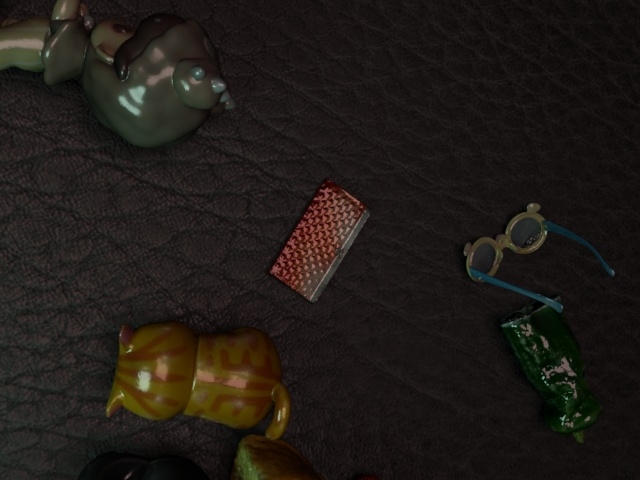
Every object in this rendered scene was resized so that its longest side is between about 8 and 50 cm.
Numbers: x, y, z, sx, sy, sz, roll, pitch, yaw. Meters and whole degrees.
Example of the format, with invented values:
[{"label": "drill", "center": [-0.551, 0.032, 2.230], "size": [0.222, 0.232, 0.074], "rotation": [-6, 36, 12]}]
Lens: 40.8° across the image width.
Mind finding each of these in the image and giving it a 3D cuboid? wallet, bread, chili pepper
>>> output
[{"label": "wallet", "center": [0.000, 0.000, 1.474], "size": [0.103, 0.020, 0.196], "rotation": [35, 78, -15]}, {"label": "bread", "center": [-0.047, 0.479, 1.353], "size": [0.179, 0.194, 0.340], "rotation": [4, 91, -20]}, {"label": "chili pepper", "center": [0.432, 0.244, 1.574], "size": [0.136, 0.099, 0.270], "rotation": [-24, 90, -42]}]

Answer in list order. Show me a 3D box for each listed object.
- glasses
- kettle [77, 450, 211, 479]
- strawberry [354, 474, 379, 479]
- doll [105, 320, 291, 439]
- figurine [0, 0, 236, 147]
[{"label": "glasses", "center": [0.386, 0.053, 1.521], "size": [0.190, 0.220, 0.088], "rotation": [-30, 137, -18]}, {"label": "kettle", "center": [-0.237, 0.433, 1.246], "size": [0.207, 0.290, 0.268], "rotation": [-42, 129, 20]}, {"label": "strawberry", "center": [0.088, 0.440, 1.461], "size": [0.073, 0.083, 0.073], "rotation": [-3, 98, -19]}, {"label": "doll", "center": [-0.188, 0.209, 1.335], "size": [0.270, 0.162, 0.166], "rotation": [8, 85, -15]}, {"label": "figurine", "center": [-0.314, -0.256, 1.284], "size": [0.381, 0.248, 0.203], "rotation": [15, 89, -4]}]
